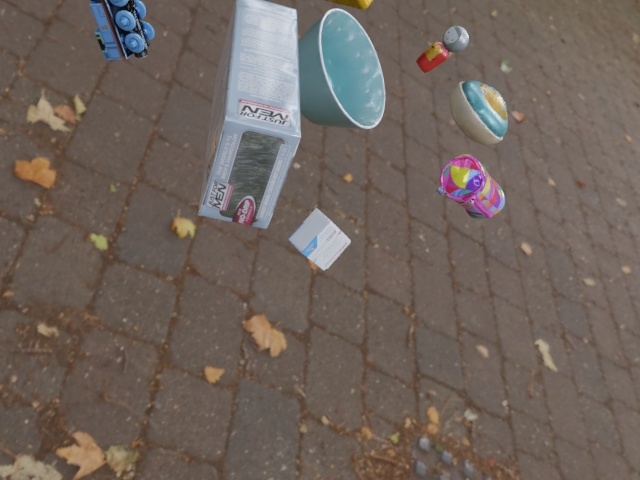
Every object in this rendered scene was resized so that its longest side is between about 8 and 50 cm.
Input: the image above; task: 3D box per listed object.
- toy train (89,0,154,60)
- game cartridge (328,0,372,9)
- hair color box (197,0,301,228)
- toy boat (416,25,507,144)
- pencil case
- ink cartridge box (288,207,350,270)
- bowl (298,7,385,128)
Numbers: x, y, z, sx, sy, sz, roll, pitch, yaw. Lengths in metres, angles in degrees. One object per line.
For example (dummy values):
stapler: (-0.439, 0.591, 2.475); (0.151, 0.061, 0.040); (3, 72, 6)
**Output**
toy train: (-0.407, -0.450, 1.459); (0.105, 0.184, 0.080); (0, 41, 16)
game cartridge: (-0.049, -0.678, 1.668); (0.285, 0.053, 0.323); (32, -7, 45)
hair color box: (-0.111, -0.218, 1.169); (0.113, 0.185, 0.375); (12, 43, -13)
toy boat: (0.397, -0.402, 1.919); (0.318, 0.148, 0.267); (52, 24, -6)
pencil case: (0.325, -0.106, 1.548); (0.104, 0.104, 0.236); (59, 18, 20)
ink cartridge box: (0.000, 0.000, 1.508); (0.052, 0.088, 0.122); (43, 1, 31)
bowl: (0.022, -0.418, 1.882); (0.311, 0.163, 0.312); (27, 57, -50)
